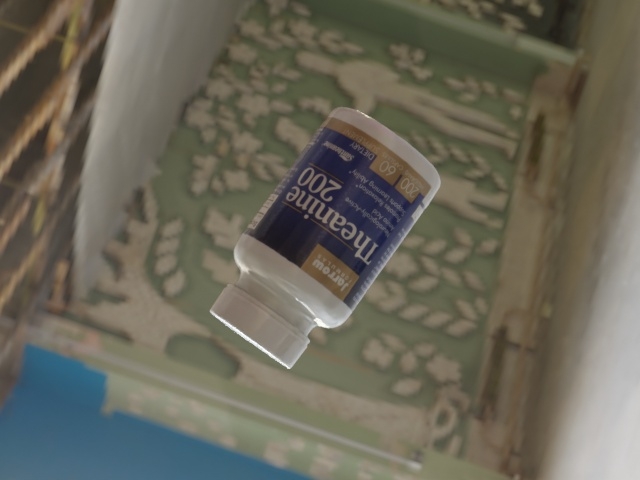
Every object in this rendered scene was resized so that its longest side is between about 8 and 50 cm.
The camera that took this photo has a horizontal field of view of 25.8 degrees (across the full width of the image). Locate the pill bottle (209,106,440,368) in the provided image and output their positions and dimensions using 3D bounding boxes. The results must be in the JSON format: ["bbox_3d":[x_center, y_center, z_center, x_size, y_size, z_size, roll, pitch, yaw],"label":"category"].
[{"bbox_3d":[0.000,0.000,0.684,0.120,0.067,0.067,-55,-2,-6],"label":"pill bottle"}]
